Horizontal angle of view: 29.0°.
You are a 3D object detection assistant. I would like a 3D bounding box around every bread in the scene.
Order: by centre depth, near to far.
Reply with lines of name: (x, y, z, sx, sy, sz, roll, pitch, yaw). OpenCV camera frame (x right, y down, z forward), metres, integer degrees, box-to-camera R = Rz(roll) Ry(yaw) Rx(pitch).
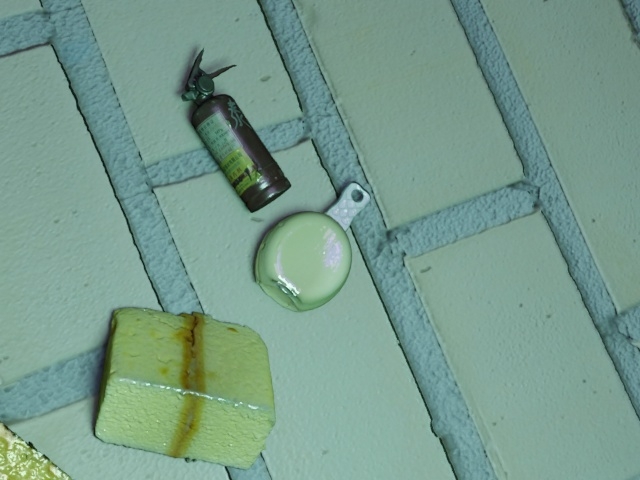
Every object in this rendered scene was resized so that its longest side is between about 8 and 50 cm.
bread: (-0.385, 0.316, 1.555, 0.229, 0.143, 0.139, 40, 65, -4)
bread: (-0.187, 0.197, 1.729, 0.240, 0.135, 0.178, 13, 37, -16)

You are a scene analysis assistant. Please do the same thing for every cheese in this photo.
cheese: (0.000, 0.000, 1.835, 0.137, 0.064, 0.227, 42, 66, -9)

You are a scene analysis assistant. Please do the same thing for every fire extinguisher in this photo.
fire extinguisher: (-0.133, -0.167, 1.838, 0.252, 0.075, 0.106, 56, 37, 3)
